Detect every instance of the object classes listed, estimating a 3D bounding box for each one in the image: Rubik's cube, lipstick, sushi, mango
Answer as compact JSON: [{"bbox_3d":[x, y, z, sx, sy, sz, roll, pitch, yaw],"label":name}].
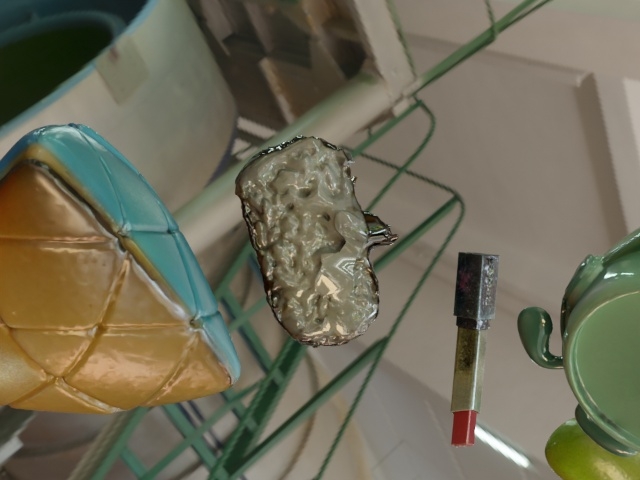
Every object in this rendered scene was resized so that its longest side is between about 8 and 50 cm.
[{"bbox_3d":[-0.153,0.021,0.678,0.254,0.254,0.254,44,-20,20],"label":"Rubik's cube"},{"bbox_3d":[0.236,0.176,1.366,0.051,0.051,0.312,6,-87,42],"label":"lipstick"},{"bbox_3d":[0.000,0.000,1.413,0.207,0.234,0.349,136,-57,-87],"label":"sushi"},{"bbox_3d":[0.555,0.402,1.594,0.273,0.185,0.149,32,13,-16],"label":"mango"}]

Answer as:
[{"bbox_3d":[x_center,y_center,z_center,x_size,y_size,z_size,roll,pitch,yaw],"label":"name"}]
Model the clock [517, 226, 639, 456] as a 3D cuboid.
[{"bbox_3d":[0.208,0.065,0.498,0.148,0.060,0.188,51,-47,-4],"label":"clock"}]
